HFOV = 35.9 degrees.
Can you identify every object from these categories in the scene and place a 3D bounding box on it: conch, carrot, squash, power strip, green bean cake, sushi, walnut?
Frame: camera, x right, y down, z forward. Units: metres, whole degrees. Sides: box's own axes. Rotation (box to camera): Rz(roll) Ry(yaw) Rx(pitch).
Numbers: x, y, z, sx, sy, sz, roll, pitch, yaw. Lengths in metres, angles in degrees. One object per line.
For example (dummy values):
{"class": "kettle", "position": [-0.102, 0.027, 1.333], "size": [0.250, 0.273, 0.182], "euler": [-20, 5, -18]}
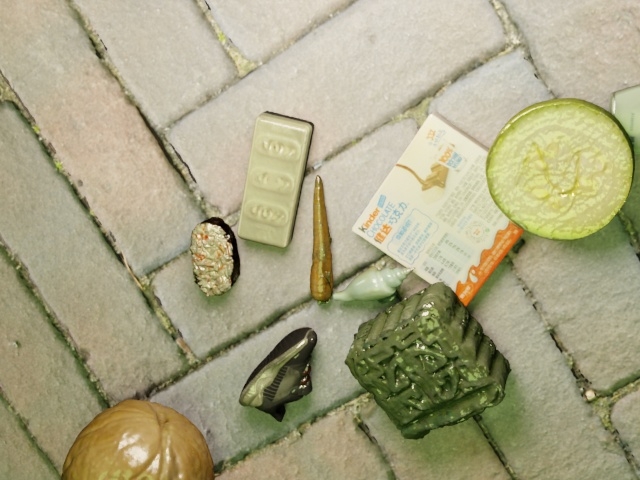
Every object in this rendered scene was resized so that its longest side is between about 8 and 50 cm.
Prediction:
{"class": "conch", "position": [0.108, 0.084, 1.885], "size": [0.180, 0.088, 0.065], "euler": [-22, 71, 30]}
{"class": "carrot", "position": [0.000, 0.000, 1.897], "size": [0.049, 0.049, 0.255], "euler": [1, 103, 12]}
{"class": "squash", "position": [0.415, -0.120, 1.699], "size": [0.251, 0.049, 0.252], "euler": [7, 113, 16]}
{"class": "power strip", "position": [-0.087, -0.108, 1.869], "size": [0.105, 0.070, 0.257], "euler": [14, 110, 9]}
{"class": "green bean cake", "position": [0.202, 0.236, 1.860], "size": [0.241, 0.132, 0.255], "euler": [-31, 102, 25]}
{"class": "sushi", "position": [-0.206, 0.031, 1.931], "size": [0.090, 0.078, 0.151], "euler": [0, 105, 12]}
{"class": "walnut", "position": [-0.371, 0.490, 2.000], "size": [0.332, 0.333, 0.333], "euler": [3, 107, 11]}

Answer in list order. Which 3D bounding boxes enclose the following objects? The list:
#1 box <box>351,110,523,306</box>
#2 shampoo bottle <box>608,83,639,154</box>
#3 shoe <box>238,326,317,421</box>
{"class": "box", "position": [0.237, -0.056, 1.824], "size": [0.265, 0.048, 0.273], "euler": [35, 112, 0]}
{"class": "shampoo bottle", "position": [0.674, -0.209, 1.667], "size": [0.359, 0.078, 0.134], "euler": [2, 105, 12]}
{"class": "shoe", "position": [-0.064, 0.270, 1.969], "size": [0.112, 0.099, 0.227], "euler": [41, 114, -9]}
